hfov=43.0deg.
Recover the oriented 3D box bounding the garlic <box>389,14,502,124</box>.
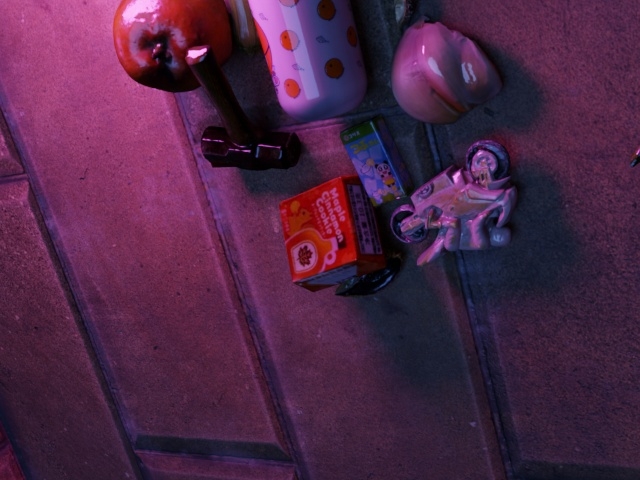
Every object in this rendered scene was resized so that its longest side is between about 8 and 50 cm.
[{"bbox_3d":[0.239,-0.349,1.703,0.217,0.110,0.228,-36,92,40],"label":"garlic"}]

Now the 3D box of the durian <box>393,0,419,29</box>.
[{"bbox_3d":[0.173,-0.506,1.698,0.066,0.052,0.130,8,117,30],"label":"durian"}]

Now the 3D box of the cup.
[{"bbox_3d":[-0.020,-0.429,1.750,0.212,0.212,0.317,-5,111,32],"label":"cup"}]

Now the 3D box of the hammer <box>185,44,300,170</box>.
[{"bbox_3d":[-0.213,-0.295,1.861,0.242,0.095,0.409,7,155,21],"label":"hammer"}]

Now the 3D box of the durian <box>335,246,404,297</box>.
[{"bbox_3d":[0.121,0.057,1.986,0.186,0.119,0.108,-42,50,26],"label":"durian"}]

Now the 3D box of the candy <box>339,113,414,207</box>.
[{"bbox_3d":[0.132,-0.182,1.870,0.097,0.062,0.195,-19,103,36],"label":"candy"}]

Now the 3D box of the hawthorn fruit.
[{"bbox_3d":[-0.348,-0.467,1.860,0.267,0.301,0.268,7,121,12],"label":"hawthorn fruit"}]

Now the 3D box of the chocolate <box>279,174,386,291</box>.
[{"bbox_3d":[0.021,-0.020,1.931,0.234,0.108,0.238,-20,71,35],"label":"chocolate"}]

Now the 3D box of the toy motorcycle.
[{"bbox_3d":[0.317,-0.059,1.796,0.223,0.108,0.340,50,126,-3],"label":"toy motorcycle"}]

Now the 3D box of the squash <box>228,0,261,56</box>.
[{"bbox_3d":[-0.176,-0.535,1.877,0.077,0.068,0.219,-4,111,13],"label":"squash"}]

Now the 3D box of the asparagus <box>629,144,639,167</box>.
[{"bbox_3d":[0.674,-0.231,1.552,0.034,0.027,0.236,39,126,2],"label":"asparagus"}]
